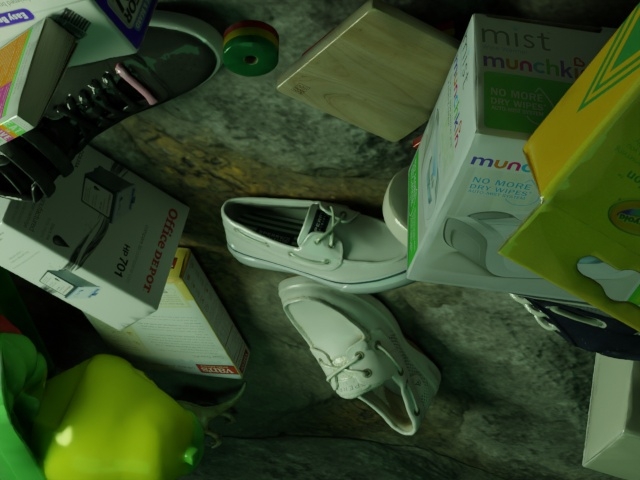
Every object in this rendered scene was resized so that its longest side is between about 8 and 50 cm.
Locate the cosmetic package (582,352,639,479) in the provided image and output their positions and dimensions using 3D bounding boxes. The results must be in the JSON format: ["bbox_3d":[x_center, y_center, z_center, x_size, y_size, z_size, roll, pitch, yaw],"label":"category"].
[{"bbox_3d":[0.449,0.199,1.405,0.310,0.160,0.113,18,148,-4],"label":"cosmetic package"}]

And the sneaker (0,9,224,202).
[{"bbox_3d":[-0.216,-0.112,1.208,0.296,0.146,0.104,-10,138,33],"label":"sneaker"}]

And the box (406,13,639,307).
[{"bbox_3d":[0.223,-0.059,1.100,0.262,0.126,0.231,8,149,-8],"label":"box"}]

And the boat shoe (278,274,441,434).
[{"bbox_3d":[0.047,0.138,1.534,0.098,0.096,0.277,-14,138,39],"label":"boat shoe"}]

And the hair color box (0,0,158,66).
[{"bbox_3d":[-0.291,-0.275,1.022,0.185,0.110,0.339,-6,141,30],"label":"hair color box"}]

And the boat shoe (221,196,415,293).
[{"bbox_3d":[0.000,0.000,1.350,0.226,0.083,0.075,3,147,20],"label":"boat shoe"}]

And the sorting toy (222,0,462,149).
[{"bbox_3d":[0.061,-0.149,1.113,0.275,0.046,0.132,21,144,-31],"label":"sorting toy"}]

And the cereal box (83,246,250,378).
[{"bbox_3d":[-0.201,0.087,1.603,0.173,0.047,0.240,4,147,19],"label":"cereal box"}]

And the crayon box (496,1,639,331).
[{"bbox_3d":[0.287,-0.081,0.917,0.202,0.081,0.318,29,115,-19],"label":"crayon box"}]

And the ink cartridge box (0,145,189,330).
[{"bbox_3d":[-0.247,-0.014,1.378,0.191,0.139,0.082,31,143,-25],"label":"ink cartridge box"}]

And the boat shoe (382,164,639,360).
[{"bbox_3d":[0.214,0.034,1.273,0.341,0.127,0.158,16,147,-1],"label":"boat shoe"}]

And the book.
[{"bbox_3d":[-0.265,-0.113,1.075,0.144,0.096,0.035,-17,137,42],"label":"book"}]

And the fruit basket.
[{"bbox_3d":[-0.336,0.200,1.653,0.392,0.282,0.392,-9,147,-6],"label":"fruit basket"}]

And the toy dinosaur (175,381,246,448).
[{"bbox_3d":[-0.161,0.241,1.823,0.183,0.053,0.092,-10,139,34],"label":"toy dinosaur"}]
